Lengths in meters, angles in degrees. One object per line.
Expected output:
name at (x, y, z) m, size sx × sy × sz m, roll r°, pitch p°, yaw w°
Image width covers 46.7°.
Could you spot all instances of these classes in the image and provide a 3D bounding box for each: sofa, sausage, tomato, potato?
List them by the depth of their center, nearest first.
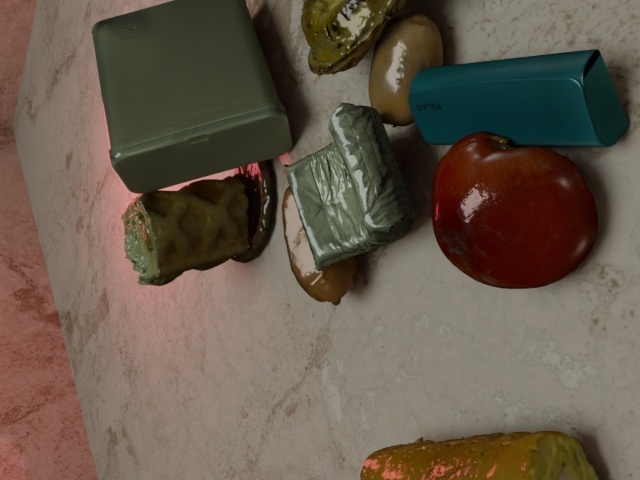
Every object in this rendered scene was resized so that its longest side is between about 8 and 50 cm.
tomato at (0.227, -0.026, 0.973) m, size 0.233 × 0.139 × 0.201 m, roll 20°, pitch 132°, yaw 50°
potato at (0.133, -0.264, 1.151) m, size 0.118 × 0.109 × 0.178 m, roll -108°, pitch 24°, yaw -67°
sofa at (0.037, -0.081, 1.180) m, size 0.225 × 0.175 × 0.210 m, roll 56°, pitch -164°, yaw -83°
sausage at (0.000, 0.000, 1.353) m, size 0.120 × 0.136 × 0.241 m, roll -17°, pitch 75°, yaw 32°

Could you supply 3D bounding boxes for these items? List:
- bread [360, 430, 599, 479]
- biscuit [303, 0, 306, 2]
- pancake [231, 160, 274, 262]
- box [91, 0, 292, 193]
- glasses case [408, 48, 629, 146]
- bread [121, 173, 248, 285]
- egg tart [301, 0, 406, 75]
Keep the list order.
bread at (0.216, 0.392, 1.047) m, size 0.375 × 0.165 × 0.237 m, roll -31°, pitch 65°, yaw 54°
biscuit at (0.018, -0.602, 1.333) m, size 0.094 × 0.054 × 0.379 m, roll 18°, pitch 108°, yaw 55°
pancake at (-0.182, -0.095, 1.697) m, size 0.288 × 0.033 × 0.286 m, roll -30°, pitch 69°, yaw 53°
box at (-0.272, -0.312, 1.527) m, size 0.177 × 0.351 × 0.344 m, roll 78°, pitch 175°, yaw -66°
glasses case at (0.244, -0.178, 0.988) m, size 0.301 × 0.070 × 0.117 m, roll 12°, pitch 142°, yaw 56°
bread at (-0.293, -0.025, 1.632) m, size 0.196 × 0.252 × 0.239 m, roll 26°, pitch 119°, yaw 48°
egg tart at (0.052, -0.387, 1.183) m, size 0.279 × 0.095 × 0.279 m, roll -46°, pitch 27°, yaw 31°
